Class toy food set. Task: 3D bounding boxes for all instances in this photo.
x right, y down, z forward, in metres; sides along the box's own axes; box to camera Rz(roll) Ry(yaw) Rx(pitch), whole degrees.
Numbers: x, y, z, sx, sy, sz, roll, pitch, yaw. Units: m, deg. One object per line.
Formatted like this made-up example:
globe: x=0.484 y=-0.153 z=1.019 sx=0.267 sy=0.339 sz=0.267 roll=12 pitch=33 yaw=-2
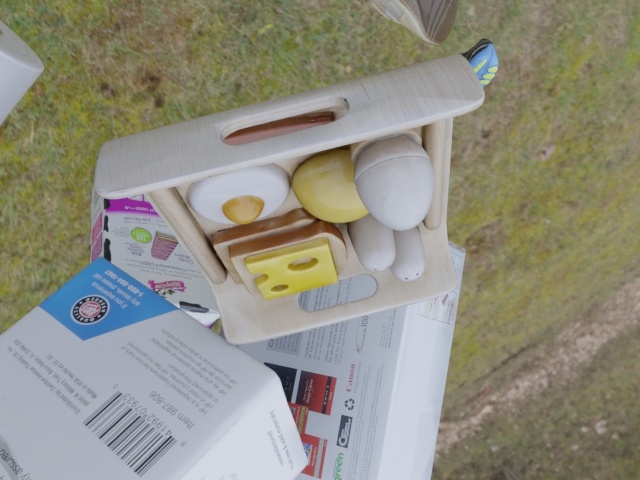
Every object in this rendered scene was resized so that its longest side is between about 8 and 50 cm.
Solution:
toy food set: x=0.000 y=0.000 z=0.532 sx=0.219 sy=0.093 sz=0.306 roll=-14 pitch=154 yaw=1

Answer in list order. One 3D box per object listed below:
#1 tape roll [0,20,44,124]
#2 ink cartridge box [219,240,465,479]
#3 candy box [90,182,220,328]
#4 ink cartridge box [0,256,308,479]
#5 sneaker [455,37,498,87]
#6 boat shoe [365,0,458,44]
tape roll: x=-0.452 y=-0.201 z=0.787 sx=0.169 sy=0.246 sz=0.246 roll=-49 pitch=132 yaw=5
ink cartridge box: x=0.011 y=0.138 z=0.904 sx=0.130 sy=0.271 sz=0.310 roll=21 pitch=77 yaw=-52
candy box: x=-0.227 y=0.011 z=0.994 sx=0.159 sy=0.234 sz=0.071 roll=13 pitch=136 yaw=-29
ink cartridge box: x=-0.252 y=0.239 z=0.681 sx=0.395 sy=0.285 sz=0.166 roll=-42 pitch=140 yaw=-27
sneaker: x=0.253 y=-0.287 z=1.307 sx=0.067 sy=0.078 sz=0.188 roll=22 pitch=145 yaw=-17
boat shoe: x=0.118 y=-0.388 z=1.103 sx=0.302 sy=0.098 sz=0.109 roll=12 pitch=101 yaw=-56
